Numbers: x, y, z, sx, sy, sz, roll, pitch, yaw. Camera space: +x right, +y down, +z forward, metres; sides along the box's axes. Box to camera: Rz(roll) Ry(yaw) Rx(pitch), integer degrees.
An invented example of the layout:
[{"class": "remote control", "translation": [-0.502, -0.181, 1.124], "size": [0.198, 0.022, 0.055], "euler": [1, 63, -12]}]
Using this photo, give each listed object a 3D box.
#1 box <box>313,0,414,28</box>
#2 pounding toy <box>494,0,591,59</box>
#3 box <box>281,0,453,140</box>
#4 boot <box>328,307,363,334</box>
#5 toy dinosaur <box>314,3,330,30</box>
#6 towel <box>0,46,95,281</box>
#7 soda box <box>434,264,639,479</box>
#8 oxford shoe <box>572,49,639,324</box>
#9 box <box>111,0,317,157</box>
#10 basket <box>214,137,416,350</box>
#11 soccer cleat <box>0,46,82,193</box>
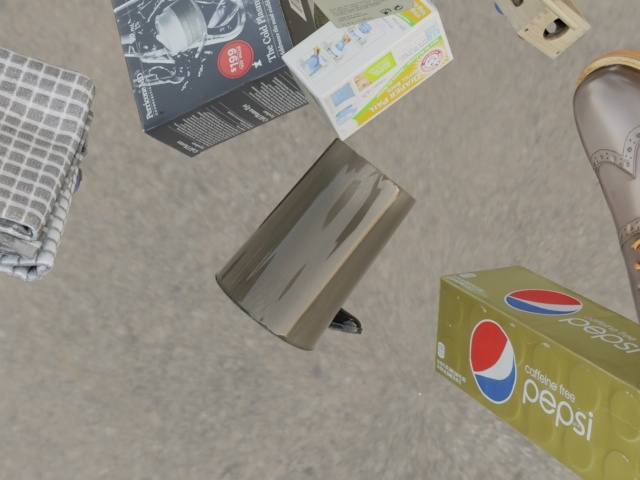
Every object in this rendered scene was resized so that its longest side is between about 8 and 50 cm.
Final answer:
[{"class": "box", "translation": [0.002, -0.321, 1.013], "size": [0.094, 0.275, 0.113], "euler": [-10, 72, 22]}, {"class": "pounding toy", "translation": [0.332, -0.366, 1.654], "size": [0.094, 0.206, 0.181], "euler": [-41, 56, 25]}, {"class": "box", "translation": [0.069, -0.256, 1.460], "size": [0.203, 0.114, 0.103], "euler": [-37, 57, -1]}, {"class": "boot", "translation": [0.013, 0.070, 1.424], "size": [0.121, 0.045, 0.099], "euler": [13, 81, 30]}, {"class": "toy dinosaur", "translation": [0.064, -0.365, 1.642], "size": [0.314, 0.121, 0.160], "euler": [-28, 90, -19]}, {"class": "towel", "translation": [-0.369, -0.101, 1.009], "size": [0.284, 0.121, 0.235], "euler": [19, 39, -13]}, {"class": "soda box", "translation": [0.129, 0.069, 0.539], "size": [0.058, 0.181, 0.061], "euler": [-6, 108, -24]}, {"class": "oxford shoe", "translation": [0.296, 0.017, 0.810], "size": [0.133, 0.130, 0.363], "euler": [-27, 82, -39]}, {"class": "box", "translation": [-0.185, -0.376, 1.888], "size": [0.313, 0.179, 0.343], "euler": [-23, 70, 18]}, {"class": "basket", "translation": [0.000, 0.000, 1.288], "size": [0.154, 0.204, 0.227], "euler": [38, 95, 3]}, {"class": "soccer cleat", "translation": [-0.469, -0.189, 1.613], "size": [0.093, 0.121, 0.289], "euler": [-33, 85, 12]}]
